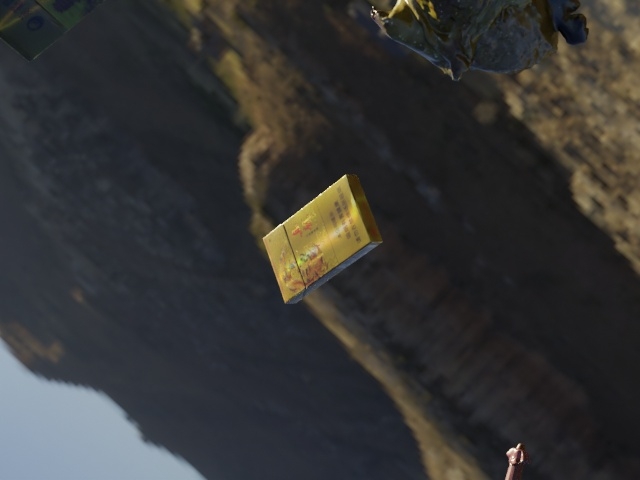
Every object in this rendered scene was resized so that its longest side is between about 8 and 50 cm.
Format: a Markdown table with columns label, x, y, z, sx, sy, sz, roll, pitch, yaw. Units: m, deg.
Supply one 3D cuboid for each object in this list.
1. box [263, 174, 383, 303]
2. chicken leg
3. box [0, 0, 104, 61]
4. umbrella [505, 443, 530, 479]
| label | x | y | z | sx | sy | sz | roll | pitch | yaw |
| --- | --- | --- | --- | --- | --- | --- | --- | --- | --- |
| box | 0.000 | 0.000 | 1.694 | 0.022 | 0.156 | 0.089 | 2 | -117 | -45 |
| chicken leg | 0.134 | -0.308 | 1.749 | 0.361 | 0.211 | 0.140 | 29 | -136 | -33 |
| box | -0.308 | -0.306 | 1.744 | 0.121 | 0.193 | 0.030 | 42 | -166 | -46 |
| umbrella | 0.184 | 0.287 | 1.526 | 0.025 | 0.165 | 0.027 | 15 | 175 | -1 |
